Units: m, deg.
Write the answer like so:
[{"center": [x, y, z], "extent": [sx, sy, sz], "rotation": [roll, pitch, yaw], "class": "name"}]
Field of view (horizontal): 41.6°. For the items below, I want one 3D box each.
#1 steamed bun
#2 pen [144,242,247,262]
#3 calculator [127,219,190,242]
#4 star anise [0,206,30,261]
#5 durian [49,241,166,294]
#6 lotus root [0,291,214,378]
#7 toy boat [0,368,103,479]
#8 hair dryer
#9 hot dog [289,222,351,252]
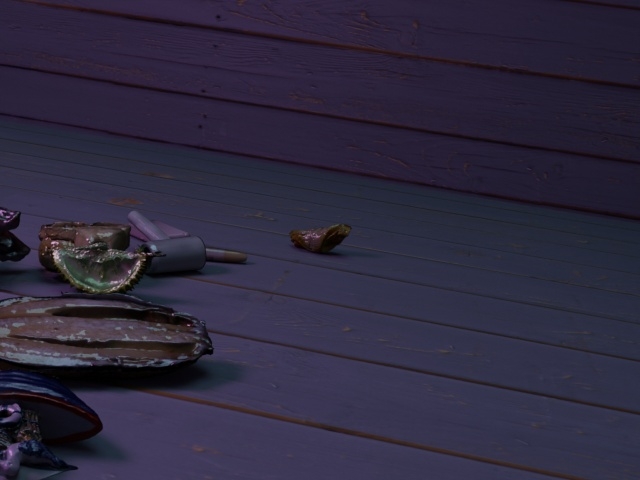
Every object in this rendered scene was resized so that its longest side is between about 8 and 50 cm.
[{"center": [-0.459, 0.022, 1.644], "extent": [0.177, 0.106, 0.192], "rotation": [0, 6, -16], "class": "steamed bun"}, {"center": [-0.281, 0.028, 1.887], "extent": [0.233, 0.032, 0.040], "rotation": [7, -11, -12], "class": "pen"}, {"center": [-0.387, -0.017, 2.004], "extent": [0.175, 0.032, 0.100], "rotation": [20, 18, 40], "class": "calculator"}, {"center": [-0.668, 0.004, 1.546], "extent": [0.282, 0.129, 0.212], "rotation": [-7, 8, 14], "class": "star anise"}, {"center": [-0.386, 0.056, 1.536], "extent": [0.215, 0.100, 0.086], "rotation": [2, 16, 1], "class": "durian"}, {"center": [-0.324, 0.153, 1.234], "extent": [0.329, 0.078, 0.167], "rotation": [6, 36, -16], "class": "lotus root"}, {"center": [-0.379, 0.235, 0.898], "extent": [0.219, 0.072, 0.318], "rotation": [13, 23, 9], "class": "toy boat"}, {"center": [-0.359, -0.010, 1.809], "extent": [0.131, 0.073, 0.236], "rotation": [-5, 33, -41], "class": "hair dryer"}, {"center": [0.000, 0.001, 2.103], "extent": [0.169, 0.061, 0.078], "rotation": [-8, -27, 24], "class": "hot dog"}]
